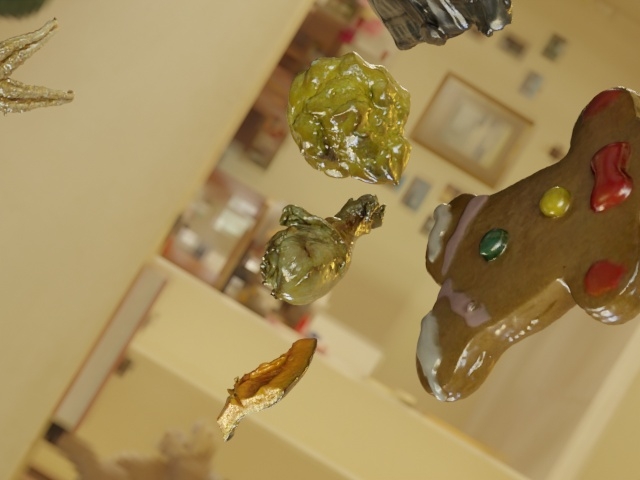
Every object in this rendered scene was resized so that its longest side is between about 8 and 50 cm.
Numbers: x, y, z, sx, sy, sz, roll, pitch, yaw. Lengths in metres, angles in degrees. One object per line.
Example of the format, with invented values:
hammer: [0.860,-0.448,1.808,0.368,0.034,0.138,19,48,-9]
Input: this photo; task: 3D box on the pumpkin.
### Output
pumpkin: [-0.044,0.109,1.336,0.101,0.035,0.073,-42,179,40]

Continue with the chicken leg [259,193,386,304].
chicken leg: [0.000,0.000,2.116,0.227,0.103,0.088,-48,147,-43]

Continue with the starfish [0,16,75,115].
starfish: [-0.411,-0.188,2.136,0.295,0.231,0.048,104,-30,-51]

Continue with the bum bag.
bum bag: [0.068,-0.160,1.025,0.049,0.087,0.198,-27,-171,-15]

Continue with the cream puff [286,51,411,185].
cream puff: [0.033,-0.122,1.891,0.146,0.146,0.116,-58,-155,30]

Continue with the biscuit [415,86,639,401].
biscuit: [0.249,-0.034,1.641,0.432,0.064,0.283,-31,-144,37]
